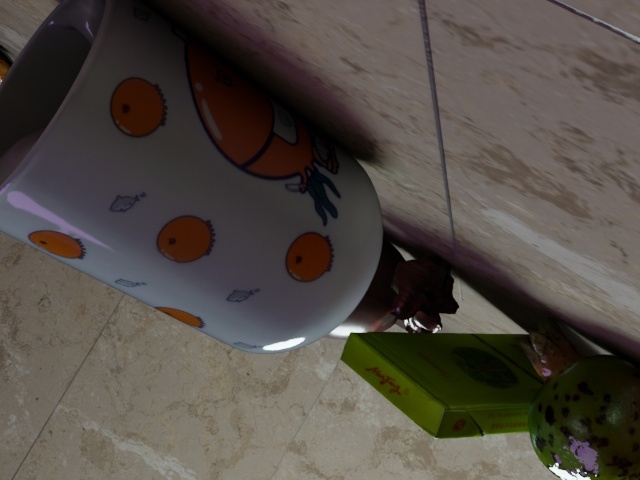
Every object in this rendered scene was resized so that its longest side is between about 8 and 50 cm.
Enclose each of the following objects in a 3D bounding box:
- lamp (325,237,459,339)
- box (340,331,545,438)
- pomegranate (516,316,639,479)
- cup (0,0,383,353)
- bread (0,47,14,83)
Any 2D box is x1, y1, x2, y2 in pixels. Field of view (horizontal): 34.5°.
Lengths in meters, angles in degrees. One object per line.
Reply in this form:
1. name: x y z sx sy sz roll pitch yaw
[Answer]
1. lamp: 0.055 0.048 1.316 0.223 0.151 0.215 -6 170 3
2. box: 0.208 0.174 1.286 0.335 0.047 0.187 5 -159 -39
3. pomegranate: 0.297 0.182 1.149 0.205 0.159 0.159 55 180 12
4. cup: -0.110 -0.042 0.870 0.317 0.212 0.212 33 175 -31
5. bread: -0.628 -0.330 1.770 0.139 0.095 0.269 14 161 48
